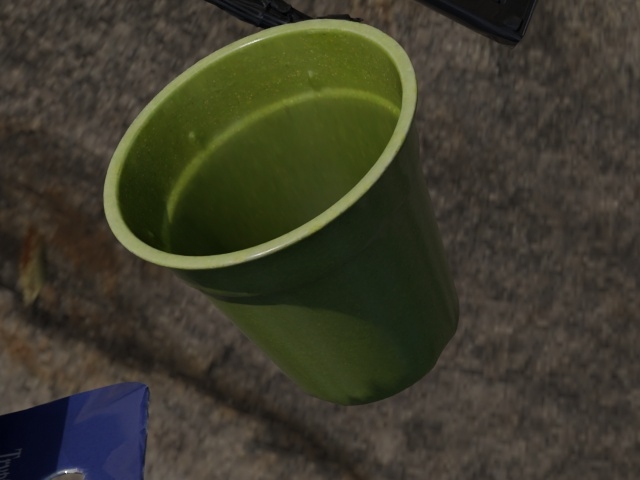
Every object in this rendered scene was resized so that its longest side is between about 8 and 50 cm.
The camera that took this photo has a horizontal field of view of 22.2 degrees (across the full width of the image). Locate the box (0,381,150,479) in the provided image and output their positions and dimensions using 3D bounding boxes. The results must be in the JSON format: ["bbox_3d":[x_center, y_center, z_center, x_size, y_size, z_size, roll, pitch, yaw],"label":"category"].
[{"bbox_3d":[-0.144,0.061,0.292,0.225,0.136,0.036,-13,105,-1],"label":"box"}]

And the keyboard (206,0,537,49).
[{"bbox_3d":[-0.025,-0.188,0.892,0.317,0.201,0.033,26,152,-6],"label":"keyboard"}]

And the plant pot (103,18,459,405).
[{"bbox_3d":[0.000,0.000,0.420,0.083,0.083,0.079,-15,133,19],"label":"plant pot"}]
